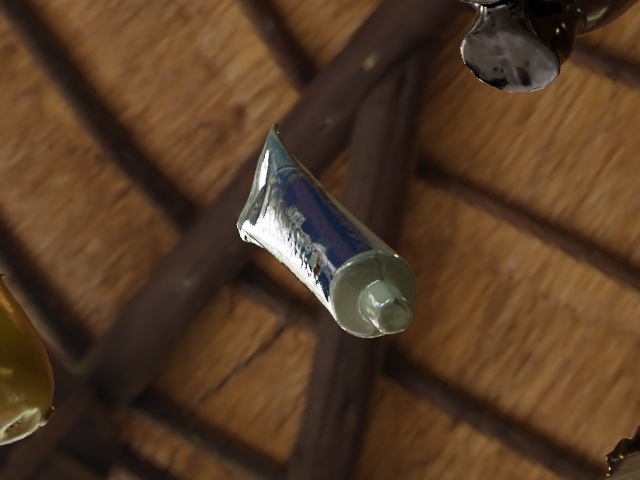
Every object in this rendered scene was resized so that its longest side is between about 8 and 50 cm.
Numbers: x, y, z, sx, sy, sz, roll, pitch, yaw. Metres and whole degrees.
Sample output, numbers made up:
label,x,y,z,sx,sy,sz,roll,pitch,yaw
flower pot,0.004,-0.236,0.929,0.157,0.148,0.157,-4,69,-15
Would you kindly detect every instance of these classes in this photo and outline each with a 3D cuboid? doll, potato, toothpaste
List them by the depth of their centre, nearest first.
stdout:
label,x,y,z,sx,sy,sz,roll,pitch,yaw
doll,0.129,-0.192,0.898,0.117,0.257,0.182,-3,-45,29
toothpaste,0.000,-0.001,1.000,0.268,0.047,0.069,-134,-152,-66
potato,-0.323,0.037,1.347,0.300,0.140,0.173,48,13,22

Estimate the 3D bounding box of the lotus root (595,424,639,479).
label,x,y,z,sx,sy,sz,roll,pitch,yaw
lotus root,0.180,0.119,0.633,0.074,0.261,0.170,-17,-85,34
